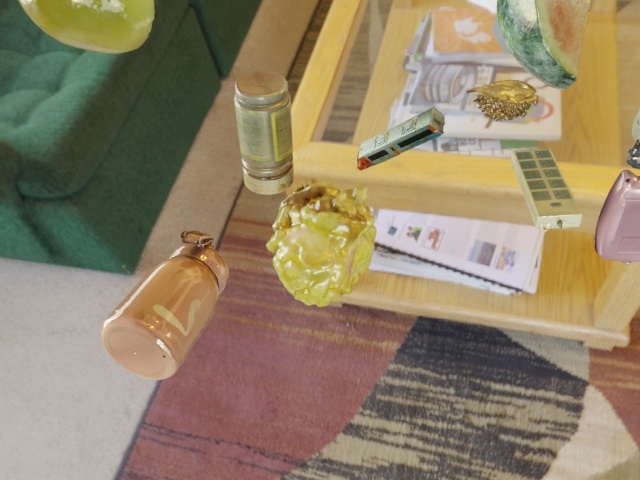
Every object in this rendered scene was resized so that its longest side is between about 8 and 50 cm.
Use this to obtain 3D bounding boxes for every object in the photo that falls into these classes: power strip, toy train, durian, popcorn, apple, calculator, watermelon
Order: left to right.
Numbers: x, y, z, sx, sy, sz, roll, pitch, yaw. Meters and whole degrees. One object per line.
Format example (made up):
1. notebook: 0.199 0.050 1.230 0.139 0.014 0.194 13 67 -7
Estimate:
1. apple: -0.415 -0.489 0.983 0.233 0.295 0.258 5 9 -33
2. popcorn: 0.000 0.000 1.142 0.212 0.259 0.259 16 60 25
3. toy train: 0.266 -0.361 2.059 0.409 0.089 0.086 -18 49 47
4. durian: 0.475 -0.365 1.498 0.188 0.091 0.148 17 45 12
5. power strip: 0.580 -0.139 1.469 0.106 0.043 0.367 -4 36 9
6. watermelon: 0.692 -0.651 1.689 0.258 0.387 0.228 -36 12 -3
7. calculator: 0.780 -0.043 1.375 0.194 0.294 0.043 2 43 12

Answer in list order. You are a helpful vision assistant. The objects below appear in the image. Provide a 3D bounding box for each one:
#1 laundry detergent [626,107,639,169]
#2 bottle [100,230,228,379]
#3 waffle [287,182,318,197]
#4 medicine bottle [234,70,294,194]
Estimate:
1. laundry detergent: 0.772 -0.290 1.257 0.280 0.215 0.105 -52 47 1
2. bottle: -0.306 0.120 1.191 0.173 0.206 0.297 15 39 13
3. waffle: 0.007 -0.111 1.889 0.214 0.054 0.208 42 33 9
4. medicine bottle: -0.154 -0.297 1.589 0.151 0.322 0.151 0 45 0
